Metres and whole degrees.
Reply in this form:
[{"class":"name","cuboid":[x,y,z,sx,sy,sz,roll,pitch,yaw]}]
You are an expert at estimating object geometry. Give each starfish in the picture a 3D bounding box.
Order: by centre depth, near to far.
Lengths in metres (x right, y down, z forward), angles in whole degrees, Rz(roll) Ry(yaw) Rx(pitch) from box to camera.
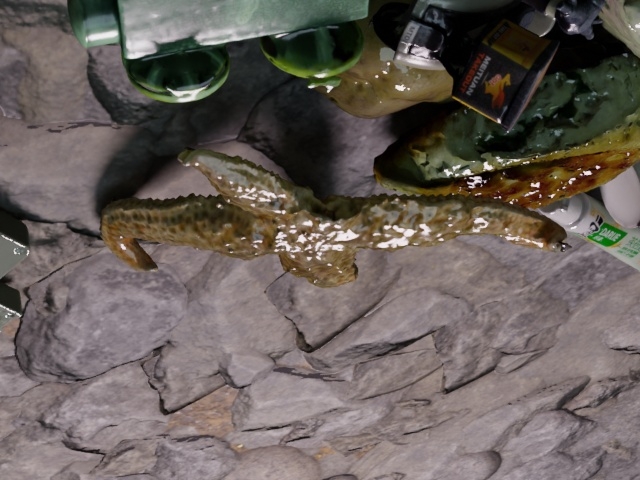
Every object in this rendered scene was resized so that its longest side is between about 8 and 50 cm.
[{"class":"starfish","cuboid":[0.000,0.000,1.309,0.432,0.083,0.324,8,159,-25]}]

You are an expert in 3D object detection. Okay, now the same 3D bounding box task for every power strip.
[{"class":"power strip","cuboid":[-0.385,0.055,1.312,0.215,0.061,0.145,-37,138,22]}]

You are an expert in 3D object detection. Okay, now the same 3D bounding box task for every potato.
[{"class":"potato","cuboid":[0.082,-0.194,1.156,0.200,0.137,0.154,-13,173,-9]}]

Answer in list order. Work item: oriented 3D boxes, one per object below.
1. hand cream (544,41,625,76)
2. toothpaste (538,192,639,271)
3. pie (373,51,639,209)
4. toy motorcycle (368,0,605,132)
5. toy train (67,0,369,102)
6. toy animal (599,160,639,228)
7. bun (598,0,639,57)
[{"class":"hand cream","cuboid":[0.243,-0.191,1.303,0.163,0.039,0.062,-3,155,-17]},{"class":"toothpaste","cuboid":[0.374,-0.010,1.569,0.058,0.056,0.314,2,167,45]},{"class":"pie","cuboid":[0.230,-0.104,1.291,0.354,0.103,0.288,-16,170,1]},{"class":"toy motorcycle","cuboid":[0.142,-0.193,1.010,0.157,0.263,0.091,31,127,8]},{"class":"toy train","cuboid":[-0.075,-0.229,1.002,0.271,0.188,0.159,-13,143,-13]},{"class":"toy animal","cuboid":[0.455,-0.084,1.464,0.220,0.104,0.131,-9,140,-13]},{"class":"bun","cuboid":[0.309,-0.249,1.057,0.179,0.283,0.283,-31,147,-24]}]
